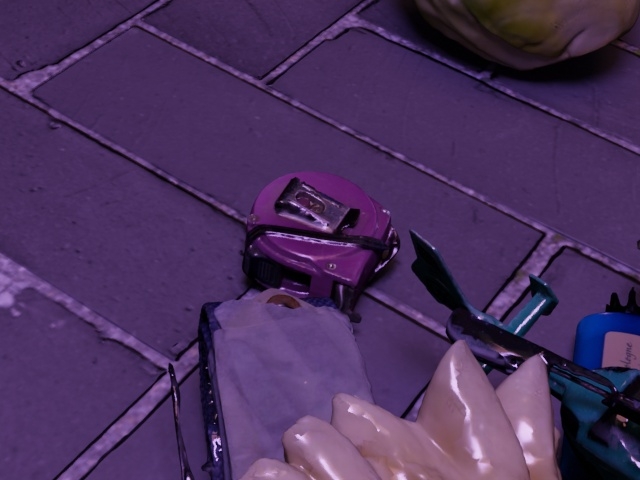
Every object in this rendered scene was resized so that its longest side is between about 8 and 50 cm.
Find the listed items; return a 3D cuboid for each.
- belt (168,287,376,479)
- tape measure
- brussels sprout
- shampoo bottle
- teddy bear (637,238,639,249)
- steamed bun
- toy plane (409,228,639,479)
[{"bbox_3d":[-0.031,0.138,0.742,0.126,0.139,0.230,-3,48,-12],"label":"belt"},{"bbox_3d":[0.000,0.000,0.933,0.125,0.074,0.118,20,45,9],"label":"tape measure"},{"bbox_3d":[0.205,-0.316,1.172,0.259,0.227,0.294,-25,87,-33],"label":"brussels sprout"},{"bbox_3d":[0.237,0.114,0.870,0.087,0.050,0.183,12,45,8],"label":"shampoo bottle"},{"bbox_3d":[0.371,0.060,0.868,0.267,0.156,0.256,-8,41,-23],"label":"teddy bear"},{"bbox_3d":[0.063,0.202,0.596,0.428,0.247,0.189,-5,32,-33],"label":"steamed bun"},{"bbox_3d":[0.201,0.122,0.729,0.106,0.155,0.382,-44,57,-12],"label":"toy plane"}]
